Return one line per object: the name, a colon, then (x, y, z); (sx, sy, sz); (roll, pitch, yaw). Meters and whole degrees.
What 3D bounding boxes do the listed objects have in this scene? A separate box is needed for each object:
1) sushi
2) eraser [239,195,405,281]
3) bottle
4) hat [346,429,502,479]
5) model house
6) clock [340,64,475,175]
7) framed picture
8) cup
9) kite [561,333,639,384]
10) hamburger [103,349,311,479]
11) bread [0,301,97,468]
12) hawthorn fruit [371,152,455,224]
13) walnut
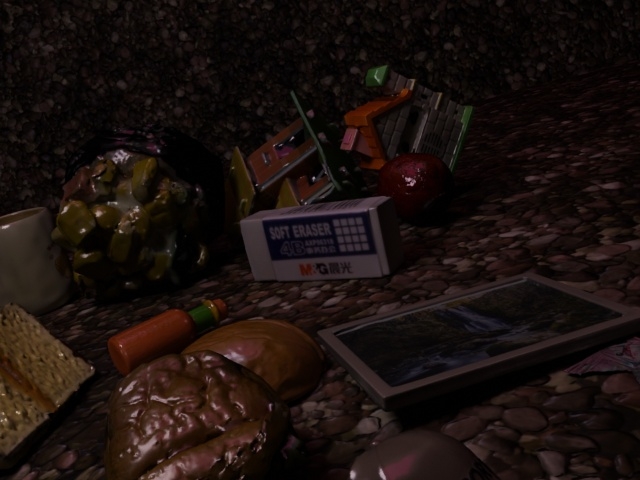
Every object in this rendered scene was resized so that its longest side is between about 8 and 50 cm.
sushi: (-0.348, -0.042, 1.390); (0.329, 0.328, 0.285); (-3, 28, -10)
eraser: (0.000, 0.000, 1.225); (0.279, 0.124, 0.081); (-4, 18, 32)
bottle: (-0.221, 0.138, 1.053); (0.187, 0.069, 0.069); (-24, 18, -35)
hat: (0.118, 0.189, 0.524); (0.175, 0.085, 0.147); (-3, 18, 39)
model house: (-0.046, -0.074, 1.555); (0.324, 0.340, 0.300); (-34, 52, 16)
clock: (0.172, -0.225, 1.481); (0.255, 0.219, 0.106); (19, 0, -29)
framed picture: (0.179, 0.106, 0.835); (0.324, 0.020, 0.240); (-14, 13, -13)
cup: (-0.645, 0.046, 1.501); (0.173, 0.202, 0.255); (-26, 20, -37)
kite: (0.314, 0.130, 0.701); (0.137, 0.005, 0.152); (-7, 17, 21)
hamburger: (-0.123, 0.188, 0.677); (0.183, 0.130, 0.206); (-23, 19, -19)
bread: (-0.424, 0.200, 0.932); (0.178, 0.142, 0.266); (28, 19, 0)
hawthorn fruit: (0.178, -0.107, 1.378); (0.172, 0.148, 0.148); (13, 27, 24)
walnut: (-0.101, 0.148, 0.866); (0.211, 0.087, 0.167); (-15, 18, -2)
